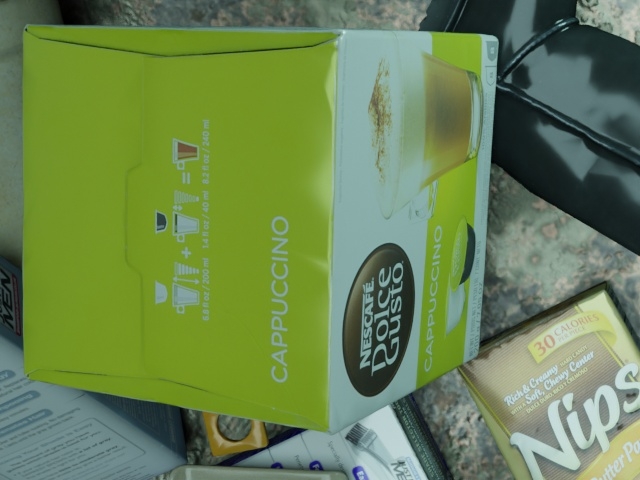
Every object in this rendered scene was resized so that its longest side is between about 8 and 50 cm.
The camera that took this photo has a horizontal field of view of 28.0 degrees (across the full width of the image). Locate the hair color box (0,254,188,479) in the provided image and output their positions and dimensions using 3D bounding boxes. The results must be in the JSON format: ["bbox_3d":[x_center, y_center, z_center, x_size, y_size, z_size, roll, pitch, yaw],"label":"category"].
[{"bbox_3d":[-0.322,0.164,1.391,0.185,0.374,0.113,-25,53,14],"label":"hair color box"}]

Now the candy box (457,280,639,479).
[{"bbox_3d":[0.301,0.225,1.390,0.183,0.087,0.316,-28,89,14],"label":"candy box"}]

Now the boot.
[{"bbox_3d":[0.332,-0.176,1.283,0.445,0.146,0.367,34,115,19],"label":"boot"}]

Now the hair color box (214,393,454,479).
[{"bbox_3d":[-0.021,0.313,1.466,0.339,0.110,0.185,-27,88,16],"label":"hair color box"}]

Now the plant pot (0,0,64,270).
[{"bbox_3d":[-0.387,-0.095,1.427,0.334,0.334,0.305,-17,103,14],"label":"plant pot"}]

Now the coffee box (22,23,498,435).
[{"bbox_3d":[-0.053,-0.036,1.239,0.338,0.334,0.337,6,100,28],"label":"coffee box"}]

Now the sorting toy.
[{"bbox_3d":[-0.064,0.331,1.402,0.196,0.047,0.347,0,96,9],"label":"sorting toy"}]
